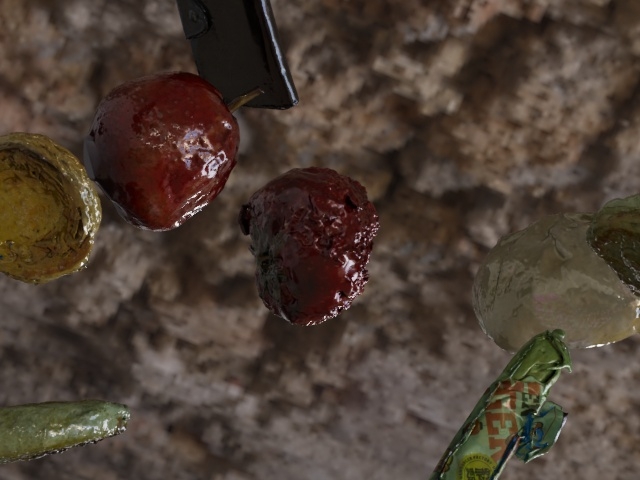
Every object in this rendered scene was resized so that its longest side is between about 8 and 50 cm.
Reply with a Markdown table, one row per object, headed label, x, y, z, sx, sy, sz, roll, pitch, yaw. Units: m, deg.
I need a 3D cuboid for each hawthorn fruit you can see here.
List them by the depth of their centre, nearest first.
| label | x | y | z | sx | sy | sz | roll | pitch | yaw |
| --- | --- | --- | --- | --- | --- | --- | --- | --- | --- |
| hawthorn fruit | -0.201 | -0.150 | 2.023 | 0.266 | 0.210 | 0.230 | -37 | 164 | 4 |

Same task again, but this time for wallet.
| label | x | y | z | sx | sy | sz | roll | pitch | yaw |
| --- | --- | --- | --- | --- | --- | --- | --- | --- | --- |
| wallet | -0.144 | -0.345 | 2.190 | 0.045 | 0.172 | 0.318 | -50 | 138 | -42 |

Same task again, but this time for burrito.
| label | x | y | z | sx | sy | sz | roll | pitch | yaw |
| --- | --- | --- | --- | --- | --- | --- | --- | --- | --- |
| burrito | 0.229 | 0.230 | 1.737 | 0.288 | 0.104 | 0.054 | -53 | 163 | -23 |

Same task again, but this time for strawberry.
| label | x | y | z | sx | sy | sz | roll | pitch | yaw |
| --- | --- | --- | --- | --- | --- | --- | --- | --- | --- |
| strawberry | 0.000 | 0.000 | 2.461 | 0.274 | 0.220 | 0.274 | 32 | -51 | 50 |

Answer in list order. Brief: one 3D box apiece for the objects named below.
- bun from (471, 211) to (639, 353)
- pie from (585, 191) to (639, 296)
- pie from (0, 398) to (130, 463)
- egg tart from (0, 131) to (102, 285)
| label | x | y | z | sx | sy | sz | roll | pitch | yaw |
| --- | --- | --- | --- | --- | --- | --- | --- | --- | --- |
| bun | 0.418 | 0.061 | 2.338 | 0.365 | 0.365 | 0.219 | 177 | -94 | -79 |
| pie | 0.438 | 0.025 | 1.693 | 0.201 | 0.248 | 0.090 | 1 | -124 | 49 |
| pie | -0.406 | 0.271 | 1.991 | 0.323 | 0.323 | 0.070 | 140 | -57 | -70 |
| egg tart | -0.498 | -0.062 | 2.495 | 0.107 | 0.291 | 0.291 | -75 | -170 | -62 |
